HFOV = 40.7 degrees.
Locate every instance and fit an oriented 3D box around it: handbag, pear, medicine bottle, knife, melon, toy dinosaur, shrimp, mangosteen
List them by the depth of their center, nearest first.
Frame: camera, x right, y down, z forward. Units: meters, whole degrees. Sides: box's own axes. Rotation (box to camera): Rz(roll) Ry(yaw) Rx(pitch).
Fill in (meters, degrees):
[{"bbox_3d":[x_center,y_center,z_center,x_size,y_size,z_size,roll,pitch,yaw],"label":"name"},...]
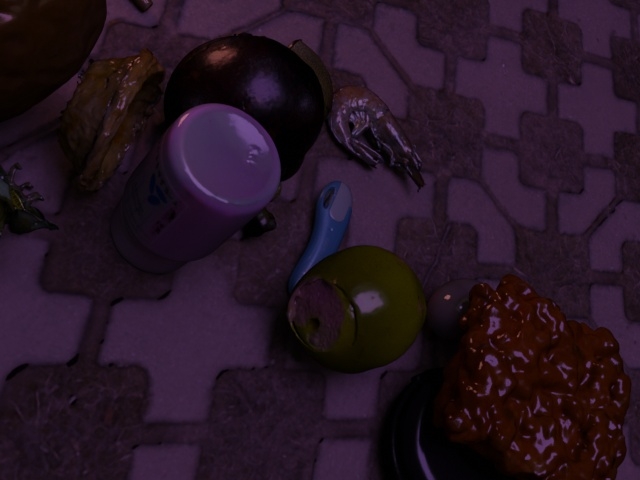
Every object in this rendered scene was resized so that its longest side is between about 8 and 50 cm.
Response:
[{"bbox_3d":[-0.169,-0.056,1.106,0.152,0.254,0.151,14,63,-29],"label":"medicine bottle"},{"bbox_3d":[-0.403,-0.068,1.108,0.060,0.029,0.119,-38,89,-21],"label":"toy dinosaur"},{"bbox_3d":[-0.102,-0.147,1.227,0.231,0.231,0.289,-10,96,-36],"label":"mangosteen"},{"bbox_3d":[0.062,0.100,1.233,0.220,0.188,0.187,1,67,-57],"label":"pear"},{"bbox_3d":[0.232,0.323,1.296,0.308,0.093,0.253,24,58,-22],"label":"handbag"},{"bbox_3d":[0.000,0.000,1.334,0.064,0.031,0.221,35,58,-20],"label":"knife"},{"bbox_3d":[-0.025,-0.256,1.399,0.128,0.079,0.160,35,53,-8],"label":"melon"},{"bbox_3d":[0.093,-0.167,1.460,0.126,0.047,0.223,-35,84,-31],"label":"shrimp"}]

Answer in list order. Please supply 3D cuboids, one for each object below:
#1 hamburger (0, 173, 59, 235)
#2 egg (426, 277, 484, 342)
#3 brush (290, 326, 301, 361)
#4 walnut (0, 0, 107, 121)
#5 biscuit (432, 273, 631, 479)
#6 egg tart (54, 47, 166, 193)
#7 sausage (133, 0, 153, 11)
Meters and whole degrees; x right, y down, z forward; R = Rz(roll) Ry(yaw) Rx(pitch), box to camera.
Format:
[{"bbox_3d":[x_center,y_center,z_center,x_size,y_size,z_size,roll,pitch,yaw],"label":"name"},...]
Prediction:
[{"bbox_3d":[-0.420,-0.030,0.966,0.235,0.214,0.125,27,68,-27],"label":"hamburger"},{"bbox_3d":[0.229,0.112,1.383,0.135,0.103,0.103,-9,74,-41],"label":"egg"},{"bbox_3d":[-0.036,0.135,1.260,0.016,0.013,0.083,9,66,-32],"label":"brush"},{"bbox_3d":[-0.452,-0.304,1.000,0.398,0.308,0.353,-23,83,-35],"label":"walnut"},{"bbox_3d":[0.326,0.219,1.274,0.312,0.110,0.318,34,56,-17],"label":"biscuit"},{"bbox_3d":[-0.279,-0.161,1.125,0.090,0.212,0.212,25,56,-4],"label":"egg tart"},{"bbox_3d":[-0.307,-0.408,1.323,0.132,0.024,0.024,50,52,-5],"label":"sausage"}]
